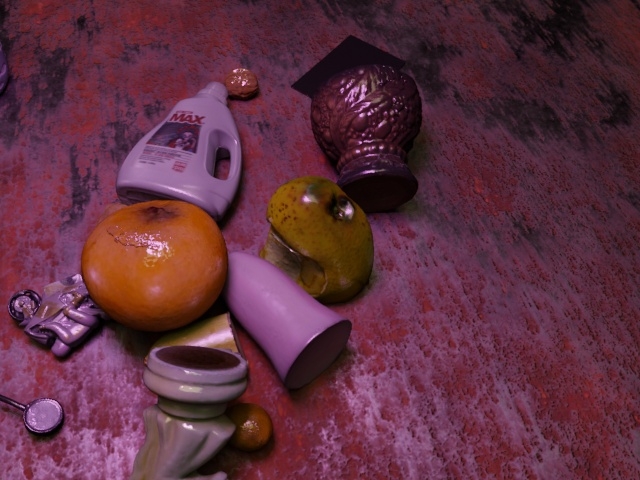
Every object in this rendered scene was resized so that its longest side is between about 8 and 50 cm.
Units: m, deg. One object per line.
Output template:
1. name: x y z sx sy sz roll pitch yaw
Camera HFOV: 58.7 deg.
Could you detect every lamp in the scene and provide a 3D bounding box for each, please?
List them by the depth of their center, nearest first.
1. lamp: -0.656 0.282 1.052 0.371 0.108 0.130 16 44 -11

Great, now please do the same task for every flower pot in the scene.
1. flower pot: 0.115 -0.222 1.324 0.266 0.266 0.267 -3 68 -6

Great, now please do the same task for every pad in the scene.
1. pad: 0.083 -0.474 1.624 0.202 0.005 0.300 32 60 16

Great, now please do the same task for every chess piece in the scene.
1. chess piece: -0.223 0.335 0.948 0.176 0.176 0.298 11 93 3

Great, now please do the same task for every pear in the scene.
1. pear: 0.000 0.000 1.160 0.238 0.255 0.164 36 60 12

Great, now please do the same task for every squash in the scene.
1. squash: -0.238 0.215 1.078 0.186 0.123 0.123 -15 59 -11

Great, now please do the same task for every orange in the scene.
1. orange: -0.133 0.336 1.025 0.095 0.085 0.085 20 57 -4

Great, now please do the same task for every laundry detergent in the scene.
1. laundry detergent: -0.294 -0.228 1.368 0.264 0.125 0.398 12 55 5

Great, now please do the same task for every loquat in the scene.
1. loquat: -0.304 0.044 1.059 0.263 0.263 0.263 2 57 -3

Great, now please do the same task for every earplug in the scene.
1. earplug: -0.102 0.128 1.129 0.172 0.172 0.301 -37 61 -24

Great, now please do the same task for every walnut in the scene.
1. walnut: -0.214 -0.420 1.525 0.096 0.082 0.079 -1 29 -4

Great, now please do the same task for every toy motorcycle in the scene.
1. toy motorcycle: -0.497 0.149 1.124 0.225 0.073 0.152 -13 74 -7

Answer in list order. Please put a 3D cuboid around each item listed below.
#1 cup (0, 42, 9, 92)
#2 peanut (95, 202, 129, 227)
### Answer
1. cup: -0.935 -0.520 1.420 0.259 0.274 0.357 -4 56 -7
2. peanut: -0.441 -0.003 1.226 0.093 0.083 0.194 -7 58 8
